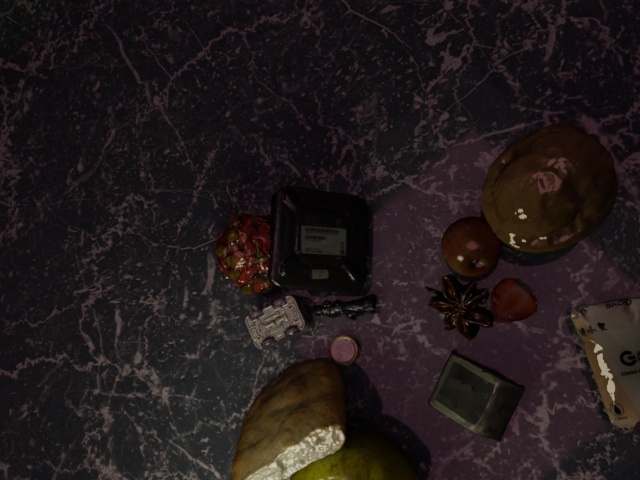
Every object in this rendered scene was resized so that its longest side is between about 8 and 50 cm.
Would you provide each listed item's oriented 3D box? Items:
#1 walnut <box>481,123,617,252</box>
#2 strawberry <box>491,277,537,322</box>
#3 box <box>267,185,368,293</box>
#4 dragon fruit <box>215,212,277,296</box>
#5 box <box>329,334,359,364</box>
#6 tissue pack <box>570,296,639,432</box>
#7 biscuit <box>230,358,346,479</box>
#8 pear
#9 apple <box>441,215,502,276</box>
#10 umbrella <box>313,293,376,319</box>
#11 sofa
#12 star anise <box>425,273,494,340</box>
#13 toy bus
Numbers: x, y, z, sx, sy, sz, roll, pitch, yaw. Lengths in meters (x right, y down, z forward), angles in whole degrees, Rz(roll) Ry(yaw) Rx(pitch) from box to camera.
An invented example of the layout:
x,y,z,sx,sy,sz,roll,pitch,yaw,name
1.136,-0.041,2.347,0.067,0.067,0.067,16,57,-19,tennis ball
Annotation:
x,y,z,sx,sy,sz,roll,pitch,yaw,name
0.685,-0.164,1.684,0.384,0.383,0.383,-2,80,15,walnut
0.602,0.203,1.775,0.147,0.082,0.187,41,56,19,strawberry
0.000,0.000,1.901,0.360,0.091,0.349,5,77,-20,box
-0.246,0.024,1.962,0.296,0.263,0.314,29,90,18,dragon fruit
0.082,0.377,1.933,0.106,0.037,0.105,-2,81,15,box
0.974,0.327,1.628,0.376,0.195,0.389,-24,75,23,tissue pack
-0.096,0.553,1.775,0.429,0.446,0.104,-34,114,24,biscuit
0.101,0.737,1.717,0.414,0.352,0.351,4,82,11,pear
0.483,0.022,1.797,0.189,0.188,0.173,-13,37,13,apple
0.085,0.239,1.944,0.224,0.080,0.071,-8,114,17,umbrella
0.490,0.490,1.784,0.226,0.176,0.210,22,87,46,sofa
0.462,0.205,1.804,0.190,0.126,0.220,-39,74,51,star anise
-0.140,0.281,1.954,0.203,0.142,0.141,-27,75,10,toy bus
